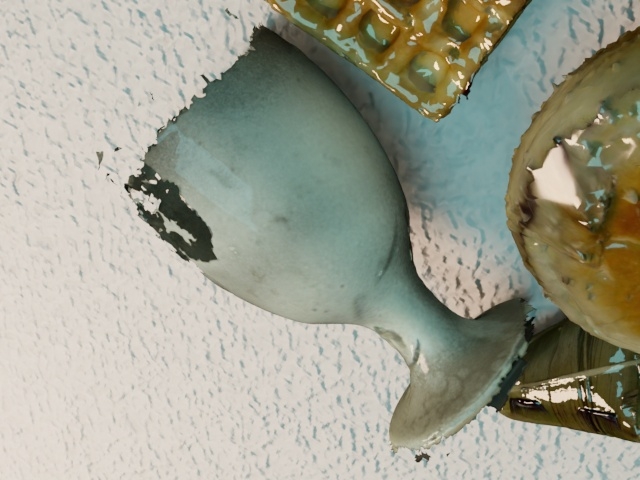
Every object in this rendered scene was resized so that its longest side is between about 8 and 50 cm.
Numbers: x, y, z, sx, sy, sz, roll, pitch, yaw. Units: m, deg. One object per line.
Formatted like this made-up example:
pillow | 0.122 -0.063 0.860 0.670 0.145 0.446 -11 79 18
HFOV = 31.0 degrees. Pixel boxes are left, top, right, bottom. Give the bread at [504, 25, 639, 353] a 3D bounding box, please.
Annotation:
bread | 0.279 -0.040 0.770 0.306 0.158 0.305 9 142 7

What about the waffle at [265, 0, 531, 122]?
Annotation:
waffle | 0.088 -0.256 0.778 0.213 0.091 0.308 35 129 -1

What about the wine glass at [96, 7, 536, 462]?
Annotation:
wine glass | 0.005 -0.002 0.918 0.357 0.190 0.190 42 127 -10

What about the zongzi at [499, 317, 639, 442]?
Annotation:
zongzi | 0.206 0.069 0.964 0.189 0.081 0.178 5 98 40
